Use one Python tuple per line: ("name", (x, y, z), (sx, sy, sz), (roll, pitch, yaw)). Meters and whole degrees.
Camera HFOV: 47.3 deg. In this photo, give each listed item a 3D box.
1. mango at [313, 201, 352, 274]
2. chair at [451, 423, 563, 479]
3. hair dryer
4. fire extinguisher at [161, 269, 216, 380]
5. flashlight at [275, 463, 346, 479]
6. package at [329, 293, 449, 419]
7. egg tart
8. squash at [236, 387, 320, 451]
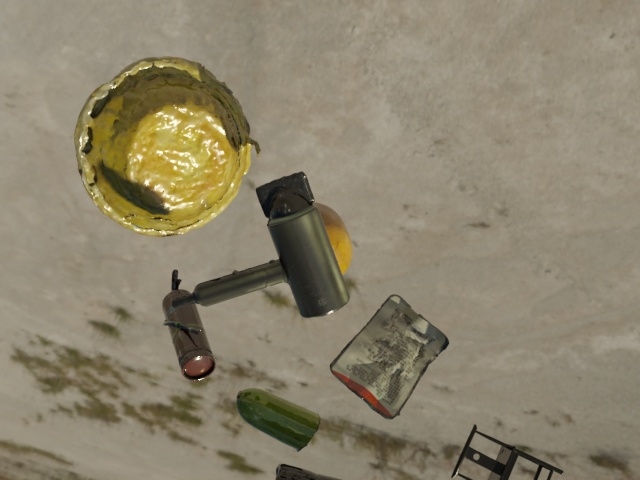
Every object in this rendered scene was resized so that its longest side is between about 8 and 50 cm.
("mango", (0.000, 0.000, 1.370), (0.147, 0.109, 0.227), (60, -175, -5))
("chair", (0.492, 0.622, 1.974), (0.260, 0.154, 0.141), (25, 169, 7))
("hair dryer", (-0.105, 0.032, 1.026), (0.248, 0.078, 0.196), (-19, 103, 7))
("fire extinguisher", (-0.376, 0.224, 2.034), (0.105, 0.341, 0.141), (6, 125, -31))
("flashlight", (0.100, 0.536, 1.475), (0.424, 0.103, 0.103), (14, 153, 0))
("package", (0.142, 0.228, 1.466), (0.166, 0.232, 0.040), (37, 153, 10))
("egg tart", (-0.300, -0.180, 1.493), (0.388, 0.388, 0.169), (39, 176, -34))
("squash", (-0.104, 0.378, 1.591), (0.188, 0.095, 0.095), (30, 150, -14))
